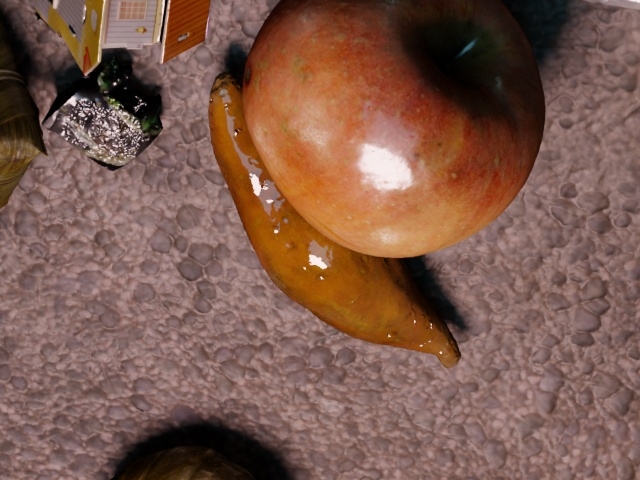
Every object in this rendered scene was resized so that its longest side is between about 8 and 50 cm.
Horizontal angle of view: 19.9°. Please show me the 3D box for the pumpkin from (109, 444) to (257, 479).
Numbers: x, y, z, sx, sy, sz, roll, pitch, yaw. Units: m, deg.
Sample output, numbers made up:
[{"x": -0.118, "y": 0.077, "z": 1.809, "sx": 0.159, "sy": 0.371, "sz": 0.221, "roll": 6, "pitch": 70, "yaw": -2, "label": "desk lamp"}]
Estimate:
[{"x": -0.122, "y": 0.297, "z": 1.828, "sx": 0.219, "sy": 0.162, "sz": 0.219, "roll": 21, "pitch": 131, "yaw": 27, "label": "pumpkin"}]

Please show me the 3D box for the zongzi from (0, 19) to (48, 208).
[{"x": -0.323, "y": -0.118, "z": 1.662, "sx": 0.084, "sy": 0.184, "sz": 0.187, "roll": -5, "pitch": 157, "yaw": -33, "label": "zongzi"}]

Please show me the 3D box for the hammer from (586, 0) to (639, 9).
[{"x": 0.260, "y": -0.194, "z": 1.487, "sx": 0.427, "sy": 0.044, "sz": 0.152, "roll": 15, "pitch": 155, "yaw": 17, "label": "hammer"}]

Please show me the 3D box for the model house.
[{"x": -0.151, "y": -0.266, "z": 1.523, "sx": 0.136, "sy": 0.207, "sz": 0.219, "roll": -4, "pitch": 121, "yaw": -26, "label": "model house"}]

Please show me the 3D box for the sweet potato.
[{"x": 0.002, "y": 0.004, "z": 1.657, "sx": 0.112, "sy": 0.112, "sz": 0.359, "roll": -37, "pitch": 112, "yaw": 26, "label": "sweet potato"}]

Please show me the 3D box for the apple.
[{"x": 0.054, "y": -0.109, "z": 1.511, "sx": 0.253, "sy": 0.253, "sz": 0.253, "roll": 4, "pitch": 121, "yaw": 7, "label": "apple"}]

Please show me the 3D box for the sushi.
[{"x": -0.189, "y": -0.112, "z": 1.646, "sx": 0.085, "sy": 0.056, "sz": 0.083, "roll": -35, "pitch": 109, "yaw": 26, "label": "sushi"}]
